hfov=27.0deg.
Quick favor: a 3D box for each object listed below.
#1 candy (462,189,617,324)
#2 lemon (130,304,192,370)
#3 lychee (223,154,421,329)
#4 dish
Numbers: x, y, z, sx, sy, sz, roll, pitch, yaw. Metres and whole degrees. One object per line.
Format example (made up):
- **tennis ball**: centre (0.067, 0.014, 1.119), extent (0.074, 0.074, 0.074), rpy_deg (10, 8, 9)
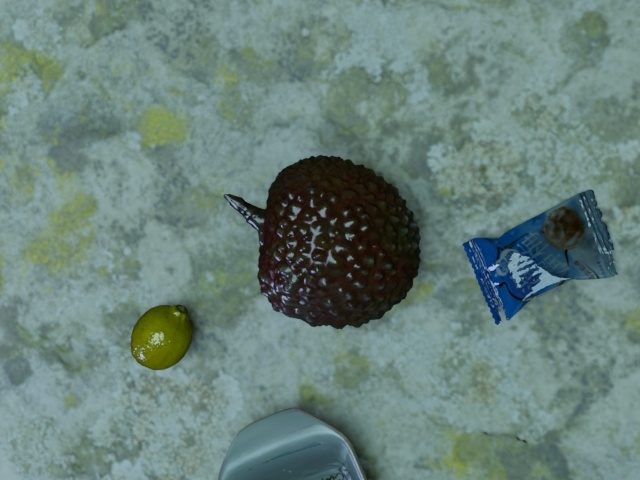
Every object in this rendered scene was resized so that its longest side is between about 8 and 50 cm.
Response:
- **candy**: centre (0.215, 0.016, 1.279), extent (0.136, 0.038, 0.088), rpy_deg (-23, 74, 9)
- **lemon**: centre (-0.163, 0.099, 1.374), extent (0.062, 0.062, 0.083), rpy_deg (39, 110, 10)
- **lychee**: centre (0.000, 0.000, 1.271), extent (0.197, 0.165, 0.165), rpy_deg (10, 97, -1)
- **dish**: centre (-0.005, 0.283, 1.342), extent (0.154, 0.064, 0.234), rpy_deg (-23, 88, 16)
